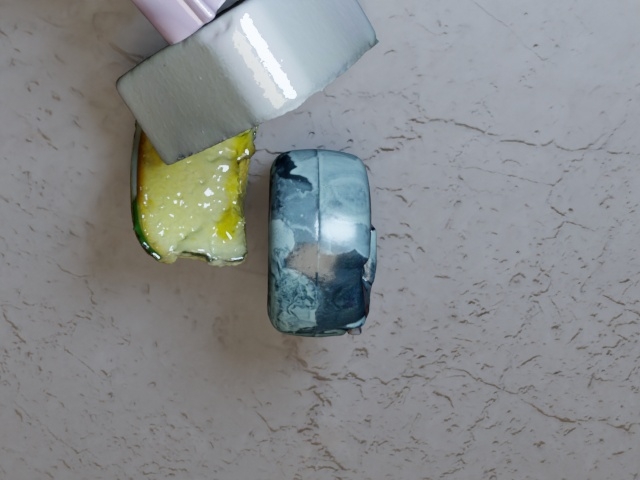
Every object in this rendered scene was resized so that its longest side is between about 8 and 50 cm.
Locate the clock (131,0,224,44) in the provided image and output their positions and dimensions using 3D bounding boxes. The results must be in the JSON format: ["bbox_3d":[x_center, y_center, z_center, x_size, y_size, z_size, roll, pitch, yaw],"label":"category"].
[{"bbox_3d":[-0.151,-0.348,1.704,0.080,0.290,0.275,47,64,-20],"label":"clock"}]

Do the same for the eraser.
[{"bbox_3d":[-0.070,-0.244,1.767,0.331,0.331,0.150,-29,98,10],"label":"eraser"}]

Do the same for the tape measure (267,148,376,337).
[{"bbox_3d":[0.000,0.000,1.894,0.147,0.275,0.256,0,112,-3],"label":"tape measure"}]

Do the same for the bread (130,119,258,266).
[{"bbox_3d":[-0.175,-0.069,1.920,0.174,0.251,0.133,2,160,-7],"label":"bread"}]
